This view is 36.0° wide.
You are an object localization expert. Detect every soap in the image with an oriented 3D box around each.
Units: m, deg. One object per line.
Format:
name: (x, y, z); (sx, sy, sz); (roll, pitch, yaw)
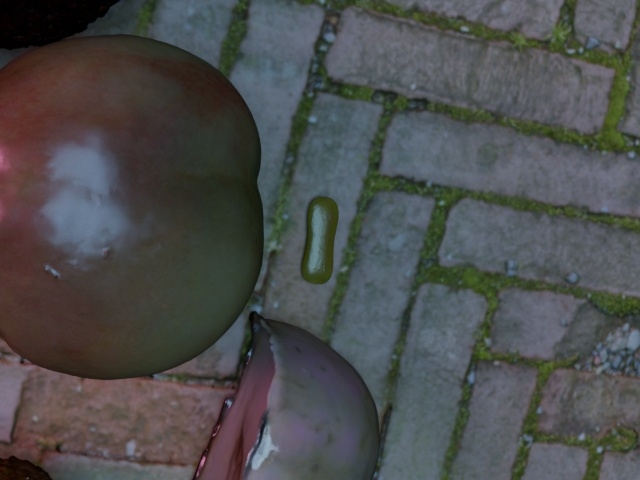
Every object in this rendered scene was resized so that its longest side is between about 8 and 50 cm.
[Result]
soap: (0.000, 0.000, 0.999); (0.034, 0.012, 0.089); (5, 91, -17)

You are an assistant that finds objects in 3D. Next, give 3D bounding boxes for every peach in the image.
peach: (-0.179, -0.028, 0.820); (0.292, 0.247, 0.292); (-24, 122, -46)

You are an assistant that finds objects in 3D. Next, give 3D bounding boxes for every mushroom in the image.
mushroom: (-0.011, 0.213, 0.929); (0.173, 0.162, 0.236); (20, 89, -15)

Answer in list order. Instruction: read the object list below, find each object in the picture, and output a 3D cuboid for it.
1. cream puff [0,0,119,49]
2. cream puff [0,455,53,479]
cream puff: (-0.261, -0.260, 0.817); (0.239, 0.165, 0.239); (6, 61, -11)
cream puff: (-0.315, 0.275, 0.807); (0.240, 0.240, 0.164); (-19, 128, -15)
